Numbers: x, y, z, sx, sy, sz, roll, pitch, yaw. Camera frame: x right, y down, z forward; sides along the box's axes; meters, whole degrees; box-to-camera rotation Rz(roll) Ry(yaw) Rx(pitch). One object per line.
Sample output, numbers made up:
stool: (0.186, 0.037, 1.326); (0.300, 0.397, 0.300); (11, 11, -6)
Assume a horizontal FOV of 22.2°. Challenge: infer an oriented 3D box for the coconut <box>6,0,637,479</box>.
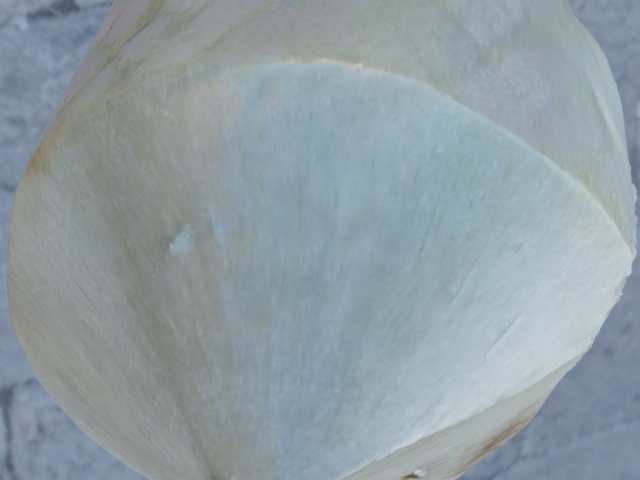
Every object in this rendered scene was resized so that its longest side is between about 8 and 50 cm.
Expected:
coconut: (0.000, 0.000, 0.982); (0.344, 0.415, 0.415); (13, 117, -1)
